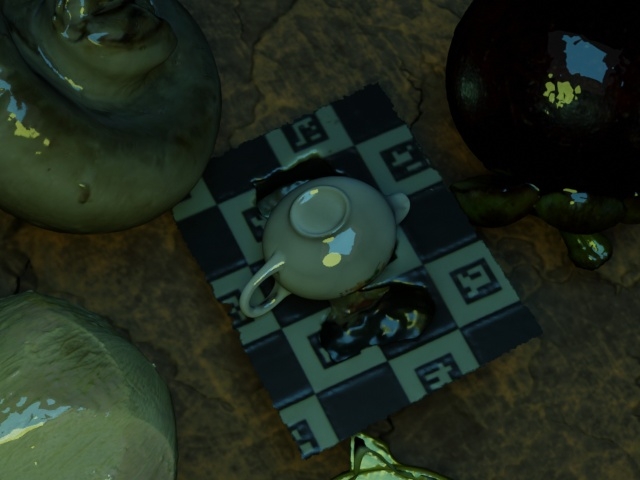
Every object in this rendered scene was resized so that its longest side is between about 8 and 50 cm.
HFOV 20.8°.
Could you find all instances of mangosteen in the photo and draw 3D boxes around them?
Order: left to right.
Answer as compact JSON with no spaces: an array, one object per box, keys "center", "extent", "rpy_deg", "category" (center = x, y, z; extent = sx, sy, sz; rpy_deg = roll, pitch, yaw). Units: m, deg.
[{"center":[0.285,-0.163,1.965],"extent":[0.330,0.330,0.330],"rpy_deg":[3,69,-9],"category":"mangosteen"}]

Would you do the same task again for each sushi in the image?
[{"center":[0.025,0.043,1.951],"extent":[0.296,0.100,0.373],"rpy_deg":[-26,65,-12],"category":"sushi"}]

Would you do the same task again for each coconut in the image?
[{"center":[-0.274,0.194,1.725],"extent":[0.254,0.297,0.297],"rpy_deg":[-27,77,-16],"category":"coconut"}]

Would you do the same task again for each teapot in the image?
[{"center":[0.000,0.000,1.868],"extent":[0.226,0.092,0.145],"rpy_deg":[-37,52,-10],"category":"teapot"}]

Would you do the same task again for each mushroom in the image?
[{"center":[-0.256,-0.189,1.846],"extent":[0.362,0.294,0.362],"rpy_deg":[24,43,-24],"category":"mushroom"}]

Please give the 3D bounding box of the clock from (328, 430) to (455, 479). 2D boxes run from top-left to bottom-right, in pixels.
[{"center":[0.077,0.372,1.839],"extent":[0.277,0.071,0.293],"rpy_deg":[32,79,4],"category":"clock"}]
